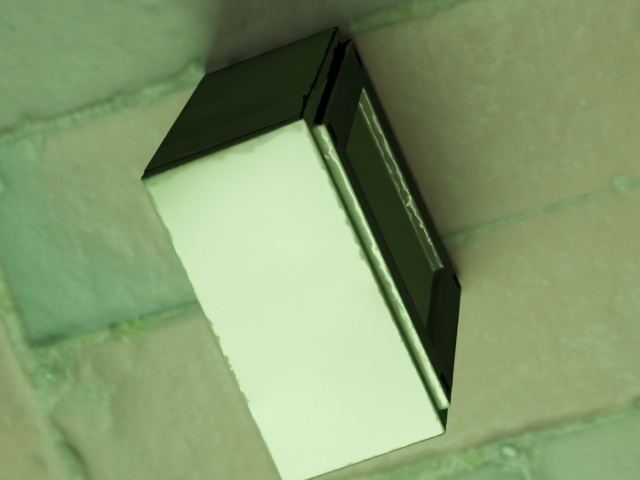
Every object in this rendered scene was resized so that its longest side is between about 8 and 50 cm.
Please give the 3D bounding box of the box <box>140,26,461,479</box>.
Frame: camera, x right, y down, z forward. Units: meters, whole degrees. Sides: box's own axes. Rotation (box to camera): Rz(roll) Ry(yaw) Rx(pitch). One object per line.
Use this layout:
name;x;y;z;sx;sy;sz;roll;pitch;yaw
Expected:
box;0.000;0.000;1.254;0.117;0.225;0.225;-20;107;14
